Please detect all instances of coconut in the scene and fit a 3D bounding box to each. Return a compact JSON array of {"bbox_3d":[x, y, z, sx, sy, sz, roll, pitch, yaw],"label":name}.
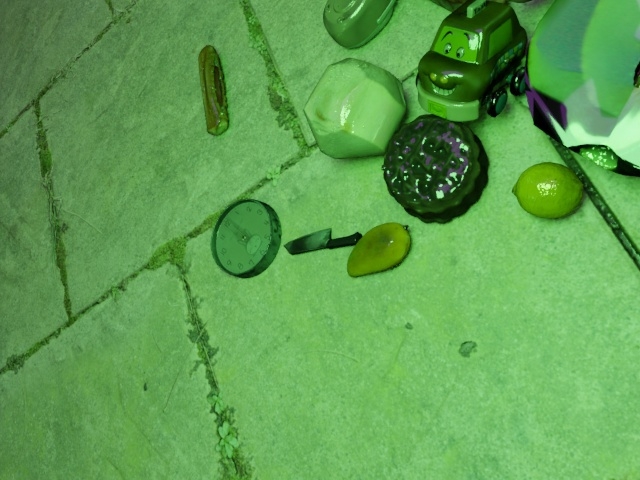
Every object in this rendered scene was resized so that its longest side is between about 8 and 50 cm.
[{"bbox_3d":[0.075,-0.290,1.270,0.241,0.241,0.241,-9,73,30],"label":"coconut"}]

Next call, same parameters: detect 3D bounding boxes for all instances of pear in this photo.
[{"bbox_3d":[0.583,-0.296,0.964,0.399,0.165,0.399,-1,89,33],"label":"pear"}]

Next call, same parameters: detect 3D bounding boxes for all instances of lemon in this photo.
[{"bbox_3d":[0.433,-0.096,1.053,0.133,0.109,0.109,3,79,40],"label":"lemon"}]

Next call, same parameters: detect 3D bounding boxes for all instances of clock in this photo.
[{"bbox_3d":[-0.202,-0.008,1.467,0.215,0.042,0.215,-9,73,31],"label":"clock"}]

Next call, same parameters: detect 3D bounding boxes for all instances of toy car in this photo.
[{"bbox_3d":[0.305,-0.381,1.112,0.204,0.198,0.248,32,63,34],"label":"toy car"}]

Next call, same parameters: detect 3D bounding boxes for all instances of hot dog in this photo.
[{"bbox_3d":[-0.317,-0.447,1.643,0.083,0.068,0.289,-29,66,49],"label":"hot dog"}]

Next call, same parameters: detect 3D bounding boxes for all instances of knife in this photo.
[{"bbox_3d":[0.000,0.000,1.354,0.230,0.028,0.060,-11,60,33],"label":"knife"}]

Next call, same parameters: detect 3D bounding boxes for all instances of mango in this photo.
[{"bbox_3d":[0.128,0.022,1.243,0.187,0.066,0.101,-34,61,28],"label":"mango"}]

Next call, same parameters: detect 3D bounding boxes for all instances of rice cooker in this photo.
[{"bbox_3d":[0.097,-0.587,1.383,0.206,0.127,0.145,-51,58,21],"label":"rice cooker"}]

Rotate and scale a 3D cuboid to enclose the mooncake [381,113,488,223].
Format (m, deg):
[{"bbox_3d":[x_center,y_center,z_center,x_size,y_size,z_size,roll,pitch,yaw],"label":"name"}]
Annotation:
[{"bbox_3d":[0.240,-0.156,1.181,0.228,0.124,0.228,-8,75,30],"label":"mooncake"}]

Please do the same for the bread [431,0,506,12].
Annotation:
[{"bbox_3d":[0.246,-0.611,1.174,0.295,0.327,0.114,42,102,36],"label":"bread"}]

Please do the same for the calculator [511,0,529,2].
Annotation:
[{"bbox_3d":[0.510,-0.517,1.007,0.329,0.220,0.048,-5,103,68],"label":"calculator"}]
